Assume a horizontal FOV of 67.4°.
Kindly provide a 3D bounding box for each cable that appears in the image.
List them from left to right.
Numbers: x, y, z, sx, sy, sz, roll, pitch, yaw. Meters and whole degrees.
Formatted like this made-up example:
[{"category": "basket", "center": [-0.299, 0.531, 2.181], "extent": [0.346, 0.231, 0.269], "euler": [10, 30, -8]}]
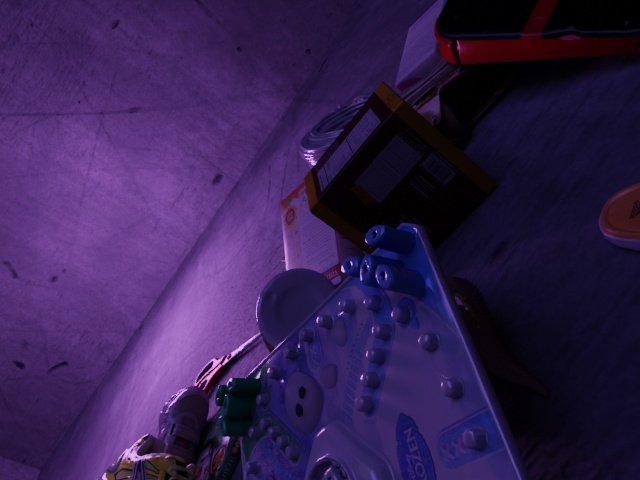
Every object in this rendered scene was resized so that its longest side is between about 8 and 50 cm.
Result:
[{"category": "cable", "center": [0.077, -0.223, 1.005], "extent": [0.257, 0.089, 0.257], "euler": [-40, 27, -25]}]

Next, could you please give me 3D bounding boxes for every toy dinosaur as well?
[{"category": "toy dinosaur", "center": [0.120, 0.085, 0.561], "extent": [0.295, 0.127, 0.200], "euler": [-6, 46, 56]}]

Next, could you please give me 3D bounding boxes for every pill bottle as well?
[{"category": "pill bottle", "center": [-0.033, 0.126, 0.730], "extent": [0.208, 0.119, 0.119], "euler": [99, -164, -70]}]

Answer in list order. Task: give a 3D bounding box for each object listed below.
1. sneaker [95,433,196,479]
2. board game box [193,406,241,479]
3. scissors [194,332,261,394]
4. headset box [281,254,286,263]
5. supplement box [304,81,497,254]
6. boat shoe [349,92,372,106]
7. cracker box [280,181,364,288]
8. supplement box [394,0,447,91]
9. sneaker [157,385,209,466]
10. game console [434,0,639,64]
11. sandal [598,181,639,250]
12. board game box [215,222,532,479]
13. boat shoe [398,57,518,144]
[{"category": "sneaker", "center": [-0.261, 0.430, 0.775], "extent": [0.384, 0.145, 0.147], "euler": [6, 58, 47]}, {"category": "board game box", "center": [-0.191, 0.401, 0.896], "extent": [0.136, 0.030, 0.260], "euler": [-18, 43, 61]}, {"category": "scissors", "center": [-0.224, 0.279, 1.147], "extent": [0.297, 0.021, 0.109], "euler": [-49, 20, 22]}, {"category": "headset box", "center": [-0.053, 0.028, 1.122], "extent": [0.083, 0.032, 0.062], "euler": [-59, 21, -10]}, {"category": "supplement box", "center": [0.109, -0.088, 0.718], "extent": [0.194, 0.191, 0.129], "euler": [-48, 23, 19]}, {"category": "boat shoe", "center": [0.090, -0.255, 1.174], "extent": [0.228, 0.079, 0.081], "euler": [-62, 31, 0]}, {"category": "cracker box", "center": [0.000, 0.000, 0.891], "extent": [0.155, 0.067, 0.233], "euler": [-33, 54, 44]}, {"category": "supplement box", "center": [0.238, -0.370, 0.955], "extent": [0.114, 0.111, 0.220], "euler": [-33, 31, 46]}, {"category": "sneaker", "center": [-0.297, 0.433, 0.997], "extent": [0.111, 0.102, 0.253], "euler": [-4, 61, 59]}, {"category": "game console", "center": [0.373, -0.419, 0.691], "extent": [0.341, 0.060, 0.387], "euler": [20, 77, 43]}, {"category": "sandal", "center": [0.321, -0.041, 0.354], "extent": [0.265, 0.076, 0.102], "euler": [-12, 49, 61]}, {"category": "board game box", "center": [0.009, 0.240, 0.436], "extent": [0.390, 0.050, 0.390], "euler": [-48, 42, 37]}, {"category": "boat shoe", "center": [0.193, -0.210, 0.816], "extent": [0.324, 0.123, 0.116], "euler": [-49, 27, 19]}]
